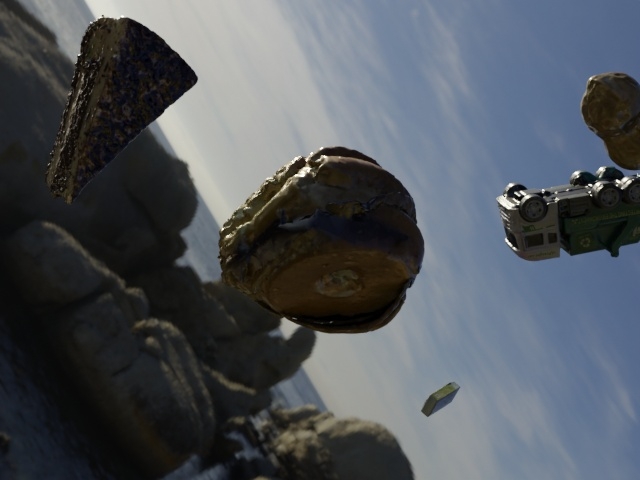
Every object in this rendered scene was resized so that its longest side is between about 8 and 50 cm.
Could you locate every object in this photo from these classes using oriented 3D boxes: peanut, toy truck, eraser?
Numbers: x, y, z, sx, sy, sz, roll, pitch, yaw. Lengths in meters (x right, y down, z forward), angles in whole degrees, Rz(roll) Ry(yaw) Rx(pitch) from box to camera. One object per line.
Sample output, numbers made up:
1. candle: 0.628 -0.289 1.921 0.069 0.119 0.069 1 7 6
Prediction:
1. peanut: 0.379 -0.145 0.999 0.192 0.089 0.089 29 17 -42
2. toy truck: 0.369 -0.031 1.153 0.110 0.215 0.116 -104 -177 -75
3. eraser: 0.199 0.260 1.326 0.019 0.038 0.083 36 28 28

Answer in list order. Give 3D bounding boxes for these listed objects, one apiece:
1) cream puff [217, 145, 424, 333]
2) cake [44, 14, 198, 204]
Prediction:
1. cream puff: 0.000 0.000 0.525 0.119 0.133 0.104 66 16 -53
2. cake: -0.295 -0.180 1.042 0.135 0.246 0.112 51 -16 -31
